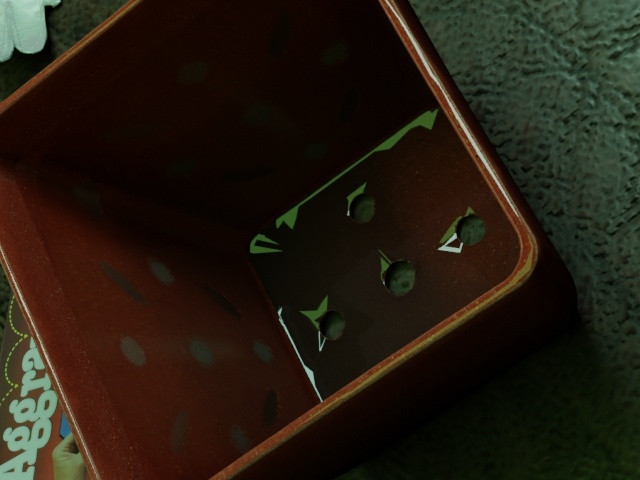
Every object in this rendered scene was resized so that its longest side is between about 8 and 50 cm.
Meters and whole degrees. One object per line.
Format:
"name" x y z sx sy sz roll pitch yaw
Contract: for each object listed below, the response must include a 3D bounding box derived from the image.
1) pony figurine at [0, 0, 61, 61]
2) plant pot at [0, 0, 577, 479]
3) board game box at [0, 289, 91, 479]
"pony figurine" -0.374 -0.298 1.245 0.363 0.303 0.351 -7 83 51
"plant pot" 0.000 0.000 0.967 0.267 0.236 0.267 -36 65 17
"board game box" -0.152 0.062 1.117 0.145 0.027 0.281 -17 52 27
